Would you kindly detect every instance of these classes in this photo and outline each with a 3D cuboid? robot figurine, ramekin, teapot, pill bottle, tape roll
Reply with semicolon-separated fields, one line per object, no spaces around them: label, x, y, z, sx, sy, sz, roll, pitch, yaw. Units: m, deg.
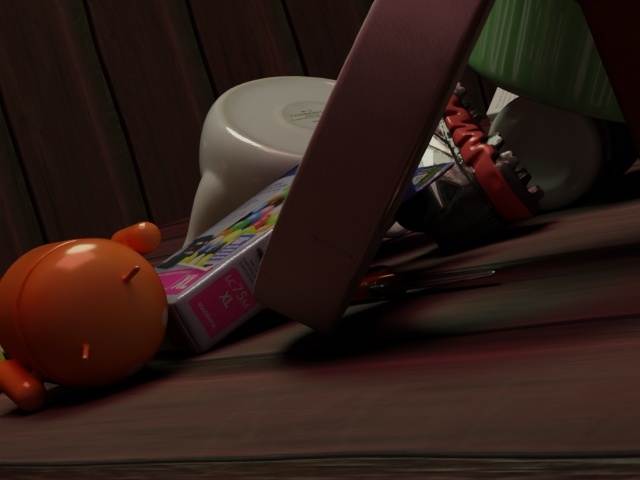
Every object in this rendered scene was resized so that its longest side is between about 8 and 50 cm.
robot figurine;-0.203;0.063;1.580;0.158;0.128;0.219;-15;3;-21
ramekin;0.288;-0.223;1.899;0.303;0.148;0.303;11;19;-4
teapot;-0.013;-0.053;2.032;0.256;0.187;0.252;10;29;7
pill bottle;0.271;-0.111;1.992;0.124;0.124;0.221;-14;5;31
tape roll;0.059;-0.111;1.452;0.072;0.392;0.392;26;9;3

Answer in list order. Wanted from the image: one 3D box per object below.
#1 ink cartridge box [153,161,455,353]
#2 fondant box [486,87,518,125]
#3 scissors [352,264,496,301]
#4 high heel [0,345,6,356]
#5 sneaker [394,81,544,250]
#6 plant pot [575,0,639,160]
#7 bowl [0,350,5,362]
ink cartridge box;-0.041;-0.004;1.731;0.311;0.065;0.186;-34;12;-25
fondant box;0.392;-0.222;2.294;0.330;0.096;0.238;-8;40;32
scissors;0.049;0.044;1.603;0.109;0.021;0.297;-15;5;-18
high heel;-0.313;0.070;2.035;0.186;0.093;0.261;-22;-6;15
sneaker;0.111;-0.085;1.879;0.135;0.097;0.276;-37;40;7
plant pot;0.326;-0.154;1.420;0.272;0.265;0.272;-17;5;2
bowl;-0.452;0.104;1.776;0.289;0.156;0.289;-16;5;1
